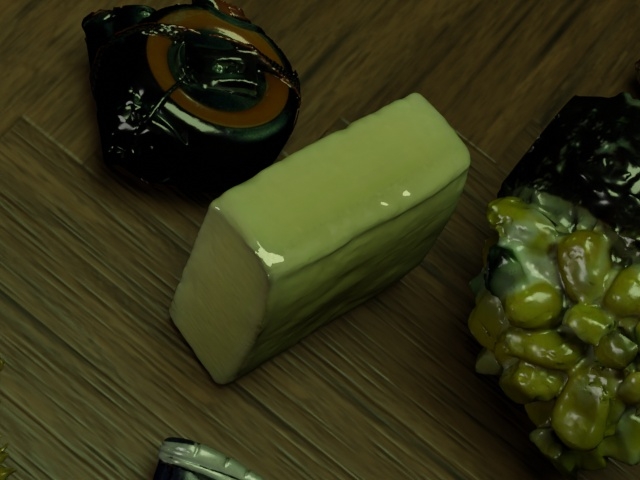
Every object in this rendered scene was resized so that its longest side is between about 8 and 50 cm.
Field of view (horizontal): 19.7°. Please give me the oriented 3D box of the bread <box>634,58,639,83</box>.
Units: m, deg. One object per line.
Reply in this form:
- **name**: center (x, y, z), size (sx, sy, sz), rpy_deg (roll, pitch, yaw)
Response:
- **bread**: center (0.501, -0.171, 2.112), size (0.235, 0.210, 0.099), rpy_deg (14, 83, -19)

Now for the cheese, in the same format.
- **cheese**: center (0.000, 0.000, 1.828), size (0.265, 0.242, 0.124), rpy_deg (-29, 76, -29)

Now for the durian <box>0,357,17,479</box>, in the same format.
- **durian**: center (-0.392, 0.241, 1.667), size (0.305, 0.185, 0.195), rpy_deg (-17, 93, -33)

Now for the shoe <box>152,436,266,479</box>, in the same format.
- **shoe**: center (-0.081, 0.272, 1.763), size (0.207, 0.091, 0.106), rpy_deg (30, 81, -6)

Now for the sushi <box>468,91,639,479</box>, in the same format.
- **sushi**: center (0.276, 0.046, 1.858), size (0.285, 0.328, 0.328), rpy_deg (-35, 80, -19)

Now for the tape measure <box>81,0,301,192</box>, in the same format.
- **tape measure**: center (-0.132, -0.152, 1.928), size (0.223, 0.135, 0.202), rpy_deg (3, 54, -23)
